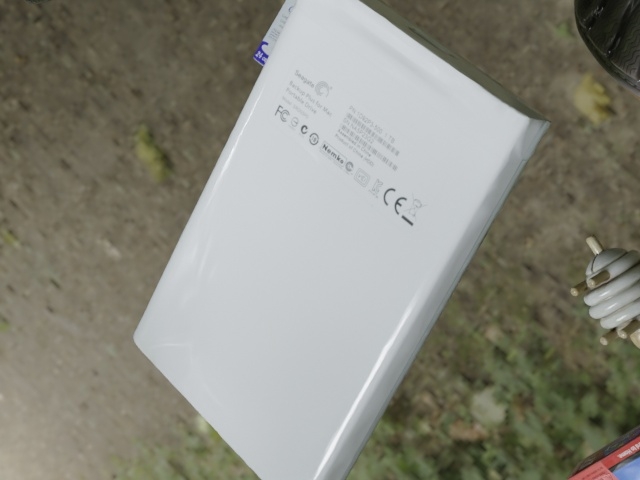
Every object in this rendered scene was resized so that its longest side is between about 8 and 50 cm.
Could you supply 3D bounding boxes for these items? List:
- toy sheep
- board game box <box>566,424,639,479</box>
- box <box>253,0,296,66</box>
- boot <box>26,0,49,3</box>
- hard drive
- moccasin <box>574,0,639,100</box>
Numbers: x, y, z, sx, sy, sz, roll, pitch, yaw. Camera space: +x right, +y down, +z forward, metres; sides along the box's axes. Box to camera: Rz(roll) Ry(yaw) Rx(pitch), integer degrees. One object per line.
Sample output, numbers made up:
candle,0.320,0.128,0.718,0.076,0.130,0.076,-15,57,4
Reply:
toy sheep,0.309,0.053,1.407,0.132,0.091,0.091,62,158,1
board game box,0.308,0.166,0.978,0.145,0.027,0.281,42,142,1
box,0.004,-0.262,1.787,0.072,0.137,0.126,36,-170,34
boot,-0.248,-0.302,1.312,0.198,0.077,0.137,-46,-59,-75
hard drive,0.000,0.000,0.924,0.040,0.307,0.203,1,-147,-50
moccasin,0.259,-0.188,1.018,0.147,0.139,0.380,38,-160,-20
